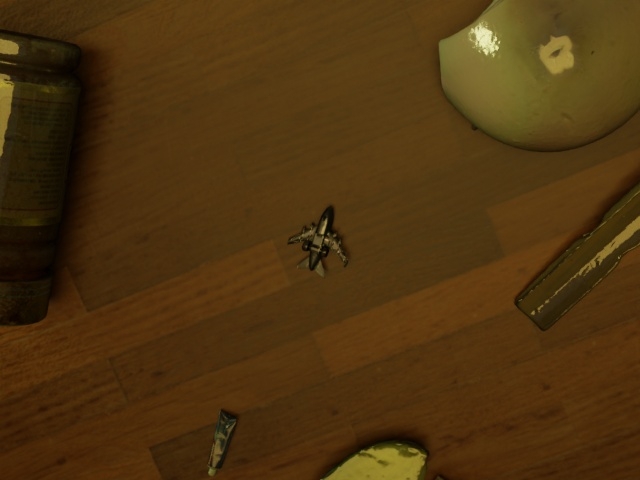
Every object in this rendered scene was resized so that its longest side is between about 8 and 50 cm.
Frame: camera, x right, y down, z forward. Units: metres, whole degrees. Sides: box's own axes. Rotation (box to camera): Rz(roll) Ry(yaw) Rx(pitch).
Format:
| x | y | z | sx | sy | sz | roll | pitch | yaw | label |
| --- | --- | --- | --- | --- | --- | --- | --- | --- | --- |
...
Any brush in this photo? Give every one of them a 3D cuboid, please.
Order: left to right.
| x | y | z | sx | sy | sz | roll | pitch | yaw | label |
| --- | --- | --- | --- | --- | --- | --- | --- | --- | --- |
| 0.339 | -0.009 | 1.184 | 0.054 | 0.048 | 0.282 | 43 | 108 | 0 | brush |

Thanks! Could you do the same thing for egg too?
| x | y | z | sx | sy | sz | roll | pitch | yaw | label |
| --- | --- | --- | --- | --- | --- | --- | --- | --- | --- |
| 0.256 | -0.208 | 1.086 | 0.206 | 0.162 | 0.271 | 44 | 104 | 10 | egg |

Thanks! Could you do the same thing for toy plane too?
| x | y | z | sx | sy | sz | roll | pitch | yaw | label |
| --- | --- | --- | --- | --- | --- | --- | --- | --- | --- |
| 0.000 | 0.000 | 1.222 | 0.078 | 0.031 | 0.083 | 19 | 103 | 15 | toy plane |

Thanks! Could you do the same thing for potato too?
| x | y | z | sx | sy | sz | roll | pitch | yaw | label |
| --- | --- | --- | --- | --- | --- | --- | --- | --- | --- |
| 0.054 | 0.315 | 1.257 | 0.119 | 0.054 | 0.198 | 35 | 96 | 3 | potato |

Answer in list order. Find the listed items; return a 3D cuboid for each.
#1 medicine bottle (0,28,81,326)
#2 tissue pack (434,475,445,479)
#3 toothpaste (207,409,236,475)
| x | y | z | sx | sy | sz | roll | pitch | yaw | label |
| --- | --- | --- | --- | --- | --- | --- | --- | --- | --- |
| -0.367 | -0.076 | 1.182 | 0.151 | 0.151 | 0.322 | 12 | 100 | 3 | medicine bottle |
| 0.151 | 0.408 | 1.242 | 0.148 | 0.092 | 0.196 | 32 | 99 | -1 | tissue pack |
| -0.124 | 0.253 | 1.280 | 0.027 | 0.019 | 0.083 | 21 | 100 | 26 | toothpaste |
